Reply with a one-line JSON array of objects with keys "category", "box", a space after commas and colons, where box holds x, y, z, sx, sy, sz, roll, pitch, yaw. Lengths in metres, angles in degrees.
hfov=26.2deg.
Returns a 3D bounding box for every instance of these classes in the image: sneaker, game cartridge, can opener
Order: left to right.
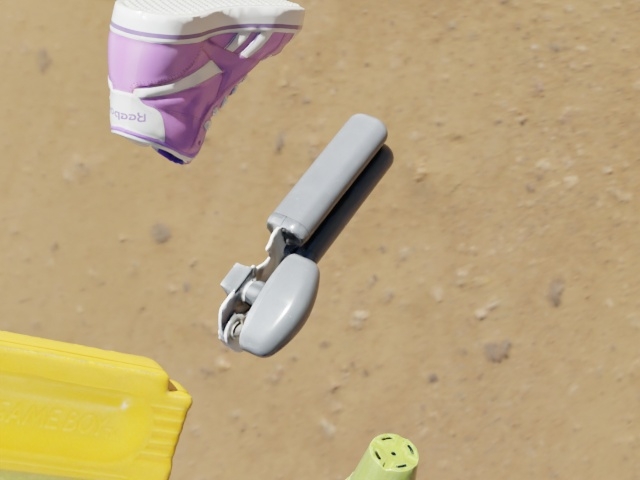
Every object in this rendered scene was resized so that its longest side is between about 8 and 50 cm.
[{"category": "game cartridge", "box": [-0.270, 0.225, 1.047, 0.052, 0.285, 0.324, 38, 112, 59]}, {"category": "sneaker", "box": [-0.117, -0.161, 1.343, 0.102, 0.282, 0.161, 18, 112, 28]}, {"category": "can opener", "box": [0.000, 0.000, 1.327, 0.095, 0.283, 0.076, 22, 150, 29]}]

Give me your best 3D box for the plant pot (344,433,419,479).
[{"category": "plant pot", "box": [0.066, 0.240, 1.388, 0.083, 0.083, 0.079, 34, 133, 24]}]
